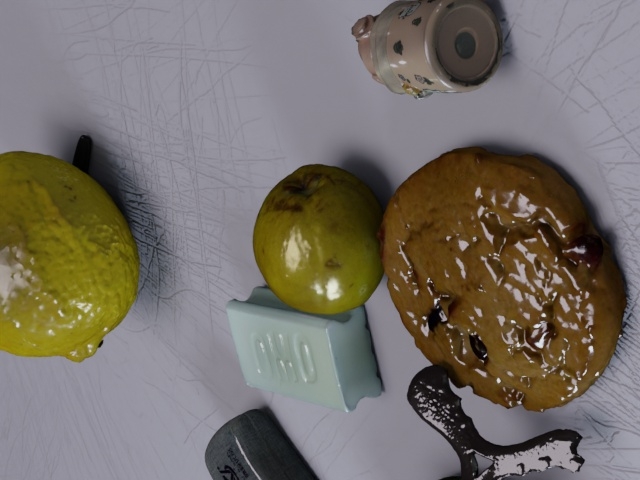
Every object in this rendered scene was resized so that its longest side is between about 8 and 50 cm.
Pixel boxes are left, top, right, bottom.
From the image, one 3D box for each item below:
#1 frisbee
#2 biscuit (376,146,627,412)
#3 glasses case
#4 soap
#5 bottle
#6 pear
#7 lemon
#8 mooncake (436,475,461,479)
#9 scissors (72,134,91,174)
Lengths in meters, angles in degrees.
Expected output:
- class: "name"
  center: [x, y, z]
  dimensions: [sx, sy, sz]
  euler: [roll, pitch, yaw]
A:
- class: "frisbee"
  center: [0.172, 0.215, 1.430]
  dimensions: [0.187, 0.012, 0.211]
  euler: [-18, 73, 27]
- class: "biscuit"
  center: [0.167, 0.043, 1.417]
  dimensions: [0.296, 0.075, 0.296]
  euler: [31, 135, 37]
- class: "glasses case"
  center: [-0.033, 0.376, 1.886]
  dimensions: [0.323, 0.074, 0.131]
  euler: [54, 143, 15]
- class: "soap"
  center: [-0.022, 0.127, 1.722]
  dimensions: [0.198, 0.066, 0.119]
  euler: [8, 115, 50]
- class: "bottle"
  center: [0.095, -0.182, 1.360]
  dimensions: [0.152, 0.099, 0.099]
  euler: [5, 115, 58]
- class: "pear"
  center: [0.000, 0.000, 1.545]
  dimensions: [0.149, 0.149, 0.162]
  euler: [26, 135, 41]
- class: "lemon"
  center: [-0.386, 0.014, 1.952]
  dimensions: [0.322, 0.268, 0.268]
  euler: [55, 145, -1]
- class: "mooncake"
  center: [0.175, 0.440, 1.565]
  dimensions: [0.351, 0.187, 0.351]
  euler: [27, 129, 40]
- class: "scissors"
  center: [-0.351, -0.072, 2.067]
  dimensions: [0.088, 0.017, 0.220]
  euler: [48, 141, 23]
